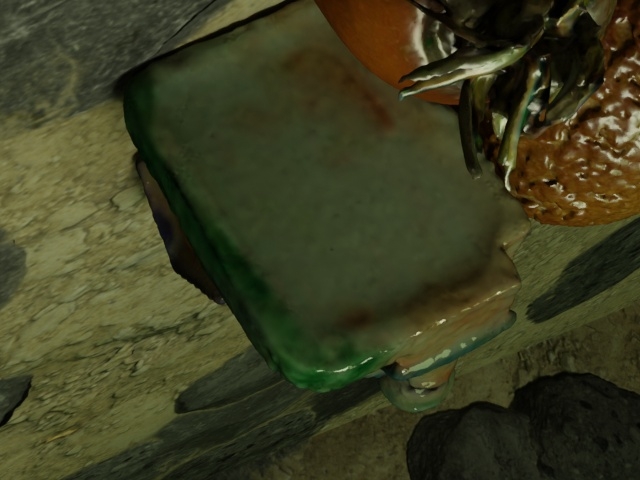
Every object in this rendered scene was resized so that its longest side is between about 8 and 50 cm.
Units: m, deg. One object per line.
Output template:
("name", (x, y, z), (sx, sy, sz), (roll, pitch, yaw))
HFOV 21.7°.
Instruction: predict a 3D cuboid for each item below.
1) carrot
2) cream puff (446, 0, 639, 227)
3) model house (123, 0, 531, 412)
("carrot", (0.081, -0.194, 1.008), (0.193, 0.331, 0.214), (-25, 147, -7))
("cream puff", (0.203, -0.159, 1.344), (0.212, 0.303, 0.303), (9, 155, -8))
("model house", (0.000, 0.000, 1.386), (0.245, 0.312, 0.280), (-28, 163, -17))
